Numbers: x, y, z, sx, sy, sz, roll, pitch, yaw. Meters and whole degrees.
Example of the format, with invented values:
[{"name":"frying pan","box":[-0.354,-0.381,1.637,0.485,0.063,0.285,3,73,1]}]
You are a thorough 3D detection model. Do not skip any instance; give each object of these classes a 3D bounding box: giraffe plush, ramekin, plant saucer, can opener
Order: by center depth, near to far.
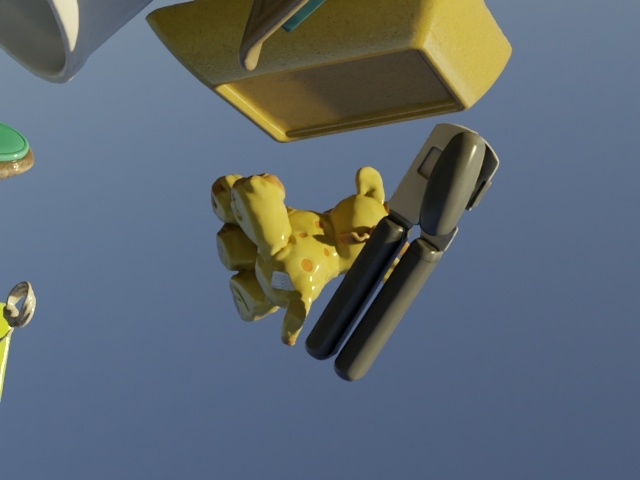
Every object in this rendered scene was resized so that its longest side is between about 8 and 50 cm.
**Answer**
[{"name":"ramekin","box":[-0.250,-0.284,1.289,0.135,0.277,0.277,-40,-152,-18]},{"name":"can opener","box":[0.072,0.011,1.474,0.076,0.283,0.095,35,-166,15]},{"name":"giraffe plush","box":[0.000,0.000,1.627,0.170,0.181,0.210,-17,-154,-22]},{"name":"plant saucer","box":[0.023,-0.191,1.657,0.333,0.081,0.333,-10,166,16]}]

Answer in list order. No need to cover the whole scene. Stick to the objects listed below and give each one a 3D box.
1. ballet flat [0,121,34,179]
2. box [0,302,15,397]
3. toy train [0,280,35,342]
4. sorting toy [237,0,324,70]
[{"name":"ballet flat","box":[-0.430,-0.081,1.410,0.316,0.106,0.107,12,-148,-13]},{"name":"box","box":[-0.354,0.155,1.538,0.042,0.178,0.109,12,167,-24]},{"name":"toy train","box":[-0.262,0.045,1.064,0.046,0.125,0.166,19,-173,-36]},{"name":"sorting toy","box":[0.026,-0.290,1.283,0.229,0.041,0.307,-42,-158,33]}]
